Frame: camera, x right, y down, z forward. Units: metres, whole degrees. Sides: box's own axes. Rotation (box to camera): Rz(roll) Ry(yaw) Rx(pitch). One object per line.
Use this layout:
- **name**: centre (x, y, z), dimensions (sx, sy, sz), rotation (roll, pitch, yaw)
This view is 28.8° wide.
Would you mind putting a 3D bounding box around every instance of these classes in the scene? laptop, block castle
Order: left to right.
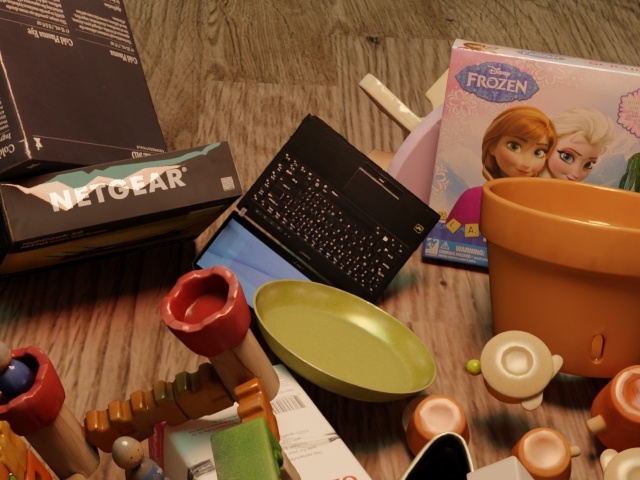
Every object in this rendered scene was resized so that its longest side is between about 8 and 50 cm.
- **block castle**: centre (-0.170, 0.244, 1.132), dimensions (0.303, 0.213, 0.453), rotation (-22, 41, 5)
- **laptop**: centre (0.000, 0.000, 1.645), dimensions (0.234, 0.264, 0.136), rotation (39, -2, -4)

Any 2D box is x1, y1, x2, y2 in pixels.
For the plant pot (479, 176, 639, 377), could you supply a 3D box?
- **plant pot**: centre (0.338, 0.048, 1.594), dimensions (0.290, 0.204, 0.291), rotation (6, 13, -1)

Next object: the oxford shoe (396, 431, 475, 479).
- **oxford shoe**: centre (0.078, 0.345, 1.177), dimensions (0.140, 0.147, 0.397), rotation (8, 36, 7)

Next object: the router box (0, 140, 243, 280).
- **router box**: centre (-0.286, -0.036, 1.673), dimensions (0.308, 0.081, 0.243), rotation (-13, -9, -23)

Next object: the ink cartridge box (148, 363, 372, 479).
- **ink cartridge box**: centre (-0.067, 0.254, 1.354), dimensions (0.172, 0.100, 0.237), rotation (-12, 34, -25)

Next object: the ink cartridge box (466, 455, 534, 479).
- **ink cartridge box**: centre (0.201, 0.292, 1.216), dimensions (0.056, 0.135, 0.099), rotation (-25, 35, 21)

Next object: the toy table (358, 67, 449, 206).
- **toy table**: centre (0.172, -0.150, 1.926), dimensions (0.274, 0.252, 0.161), rotation (-37, 39, -6)

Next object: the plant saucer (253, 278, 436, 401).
- **plant saucer**: centre (0.024, 0.127, 1.512), dimensions (0.241, 0.037, 0.241), rotation (21, 20, -8)

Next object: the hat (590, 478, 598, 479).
- **hat**: centre (0.154, 0.340, 1.023), dimensions (0.173, 0.209, 0.183), rotation (-21, -5, -44)

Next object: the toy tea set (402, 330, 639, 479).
- **toy tea set**: centre (0.267, 0.224, 1.472), dimensions (0.336, 0.124, 0.200), rotation (15, 63, 11)

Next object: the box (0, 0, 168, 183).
- **box**: centre (-0.394, -0.210, 1.689), dimensions (0.179, 0.313, 0.343), rotation (-23, -11, 23)

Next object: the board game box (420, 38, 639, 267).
- **board game box**: centre (0.321, -0.105, 1.773), dimensions (0.318, 0.318, 0.066), rotation (9, 21, 8)
